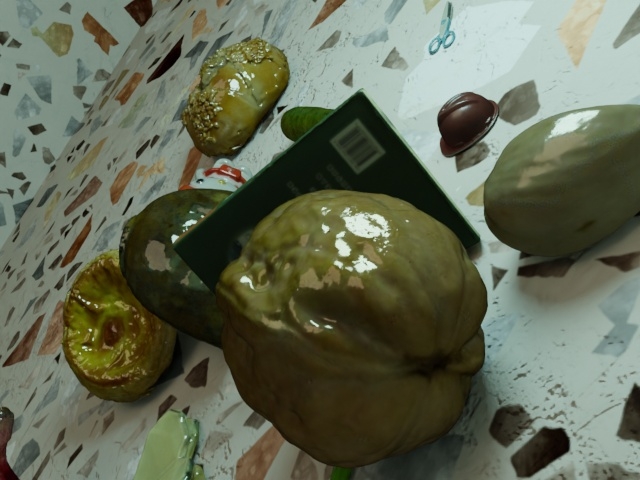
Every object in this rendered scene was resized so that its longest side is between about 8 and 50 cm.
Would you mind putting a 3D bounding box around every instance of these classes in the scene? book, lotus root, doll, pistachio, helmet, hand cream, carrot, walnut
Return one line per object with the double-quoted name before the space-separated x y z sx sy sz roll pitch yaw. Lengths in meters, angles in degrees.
"book" 0.000 0.000 1.079 0.371 0.260 0.043 -36 9 24
"lotus root" -0.225 0.016 1.313 0.260 0.149 0.267 18 78 17
"doll" -0.212 -0.050 1.494 0.290 0.161 0.130 -71 5 -47
"pistachio" 0.294 -0.076 0.884 0.238 0.153 0.138 -38 -6 19
"helmet" 0.211 -0.187 1.174 0.111 0.057 0.089 -41 35 17
"hand cream" 0.026 0.294 0.960 0.036 0.023 0.122 -23 37 44
"carrot" 0.033 -0.206 1.416 0.074 0.074 0.358 -57 33 -9
"walnut" 0.026 0.090 0.911 0.306 0.306 0.344 -56 30 -6

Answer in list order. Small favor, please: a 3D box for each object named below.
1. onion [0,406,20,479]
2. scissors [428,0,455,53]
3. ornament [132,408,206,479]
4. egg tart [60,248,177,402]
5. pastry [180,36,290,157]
"onion" -0.596 0.461 1.275 0.348 0.348 0.385 3 75 54
"scissors" 0.226 -0.392 1.404 0.058 0.014 0.119 -16 49 43
"ornament" -0.256 0.381 1.214 0.180 0.059 0.201 -46 29 13
"egg tart" -0.369 0.162 1.475 0.295 0.116 0.294 -4 81 26
"pastry" -0.214 -0.348 1.800 0.255 0.162 0.311 18 74 55
